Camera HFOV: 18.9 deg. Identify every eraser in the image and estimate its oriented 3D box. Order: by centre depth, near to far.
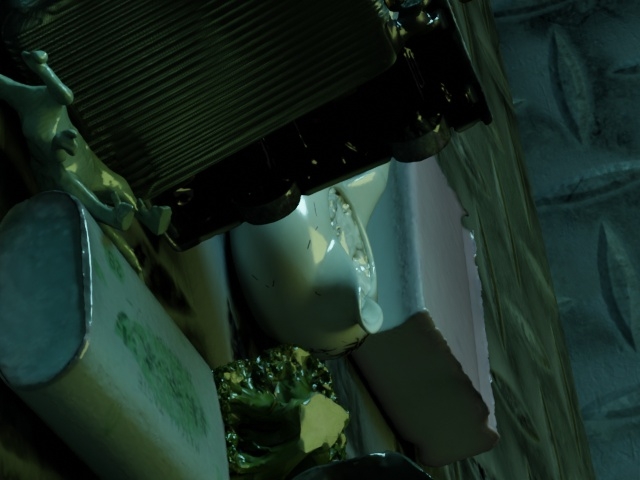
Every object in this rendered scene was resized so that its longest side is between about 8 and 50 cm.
[{"bbox_3d":[-0.149,0.095,1.383,0.227,0.081,0.174,58,14,-47],"label":"eraser"},{"bbox_3d":[0.114,0.055,2.353,0.359,0.122,0.272,-94,159,-45],"label":"eraser"}]

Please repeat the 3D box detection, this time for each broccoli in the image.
[{"bbox_3d":[-0.042,0.166,1.628,0.162,0.138,0.146,-22,90,-38],"label":"broccoli"}]

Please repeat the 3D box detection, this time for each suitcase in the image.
[{"bbox_3d":[-0.084,-0.175,1.479,0.202,0.312,0.128,62,1,-27],"label":"suitcase"}]

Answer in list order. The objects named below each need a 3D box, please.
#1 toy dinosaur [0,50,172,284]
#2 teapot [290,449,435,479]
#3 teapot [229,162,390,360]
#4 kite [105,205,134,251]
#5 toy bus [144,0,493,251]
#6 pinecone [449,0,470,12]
[{"bbox_3d":[-0.183,-0.045,1.416,0.053,0.167,0.242,-49,150,-22],"label":"toy dinosaur"},{"bbox_3d":[0.025,0.318,1.587,0.223,0.305,0.285,43,-10,33],"label":"teapot"},{"bbox_3d":[0.000,0.000,1.928,0.208,0.166,0.300,51,33,-28],"label":"teapot"},{"bbox_3d":[-0.177,-0.014,1.559,0.139,0.011,0.157,59,20,-50],"label":"kite"},{"bbox_3d":[-0.025,-0.131,1.691,0.179,0.305,0.143,-108,173,-62],"label":"toy bus"},{"bbox_3d":[0.010,-0.328,1.984,0.384,0.384,0.384,-17,90,-76],"label":"pinecone"}]
